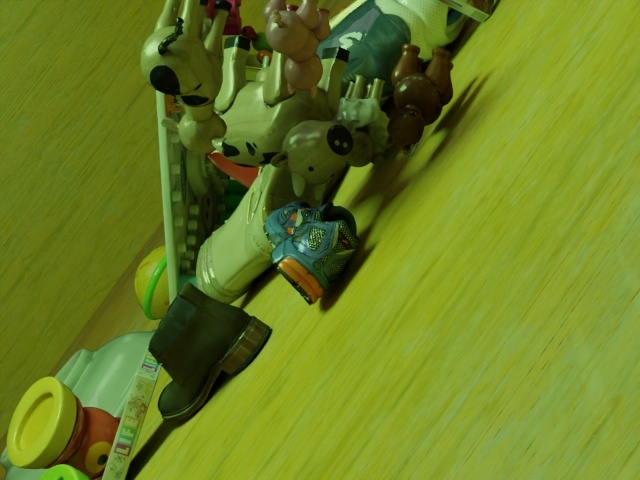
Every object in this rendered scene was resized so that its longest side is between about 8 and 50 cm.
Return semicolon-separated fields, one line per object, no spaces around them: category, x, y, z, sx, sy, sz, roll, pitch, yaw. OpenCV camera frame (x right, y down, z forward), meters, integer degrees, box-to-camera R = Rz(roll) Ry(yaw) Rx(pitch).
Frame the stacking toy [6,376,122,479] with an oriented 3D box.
stacking toy;-0.343;0.365;1.845;0.309;0.130;0.279;-54;35;12

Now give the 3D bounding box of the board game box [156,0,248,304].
board game box;-0.162;-0.132;2.117;0.390;0.050;0.390;-73;-16;-64

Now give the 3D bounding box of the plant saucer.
plant saucer;-0.382;0.276;2.212;0.400;0.100;0.400;-51;10;13

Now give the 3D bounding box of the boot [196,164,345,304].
boot;-0.062;-0.045;1.865;0.203;0.095;0.262;-45;18;42

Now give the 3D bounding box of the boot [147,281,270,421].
boot;-0.151;0.122;1.641;0.219;0.106;0.082;-44;13;43

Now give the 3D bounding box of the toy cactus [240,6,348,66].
toy cactus;0.001;-0.274;2.212;0.180;0.218;0.112;47;-128;-63

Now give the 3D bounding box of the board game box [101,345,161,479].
board game box;-0.224;0.214;1.750;0.103;0.026;0.154;-90;19;-75

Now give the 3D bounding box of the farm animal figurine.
farm animal figurine;-0.043;-0.134;1.514;0.327;0.330;0.172;174;109;-72

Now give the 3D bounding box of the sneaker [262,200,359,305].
sneaker;0.000;0.000;1.503;0.087;0.083;0.221;-38;17;5

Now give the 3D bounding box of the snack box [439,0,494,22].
snack box;0.186;-0.342;1.714;0.022;0.064;0.178;-41;28;60

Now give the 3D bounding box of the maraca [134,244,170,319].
maraca;-0.224;0.062;2.245;0.127;0.099;0.185;-64;-13;8

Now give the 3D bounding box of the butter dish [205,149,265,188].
butter dish;-0.049;-0.123;1.999;0.160;0.159;0.118;-55;-13;-11

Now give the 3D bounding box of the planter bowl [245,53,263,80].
planter bowl;-0.063;-0.262;2.505;0.217;0.217;0.090;-95;7;-76

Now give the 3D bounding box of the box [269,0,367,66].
box;0.048;-0.281;2.025;0.201;0.021;0.164;-34;-16;26

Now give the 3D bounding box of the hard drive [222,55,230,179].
hard drive;-0.186;-0.195;2.545;0.210;0.040;0.319;-93;0;-75

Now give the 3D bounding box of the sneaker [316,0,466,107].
sneaker;0.099;-0.253;1.836;0.236;0.130;0.323;-34;2;11
